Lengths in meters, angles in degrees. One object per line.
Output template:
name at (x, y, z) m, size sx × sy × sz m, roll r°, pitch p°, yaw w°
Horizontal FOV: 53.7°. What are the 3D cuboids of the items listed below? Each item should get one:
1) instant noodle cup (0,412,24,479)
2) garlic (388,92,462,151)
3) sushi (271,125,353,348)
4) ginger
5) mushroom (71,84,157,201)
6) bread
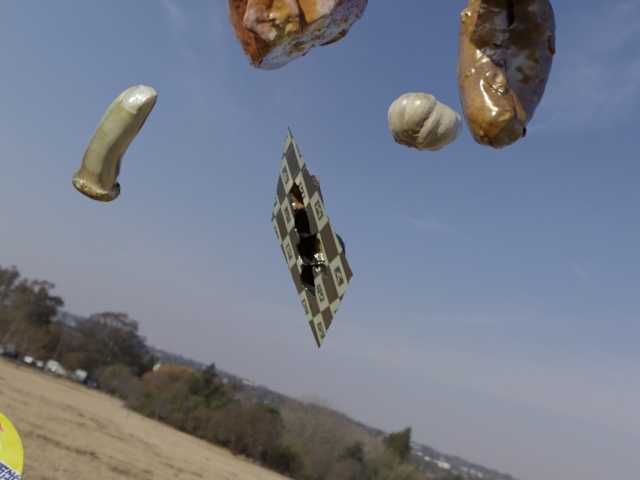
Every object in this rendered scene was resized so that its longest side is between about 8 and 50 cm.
instant noodle cup at (-0.581, 0.372, 1.007) m, size 0.213 × 0.213 × 0.174 m, roll 23°, pitch -28°, yaw -10°
garlic at (0.301, -0.344, 1.877) m, size 0.227 × 0.152 × 0.228 m, roll 18°, pitch -7°, yaw 2°
sushi at (0.000, 0.000, 1.246) m, size 0.068 × 0.339 × 0.320 m, roll -12°, pitch -31°, yaw -19°
ginger at (0.321, -0.307, 1.102) m, size 0.165 × 0.321 × 0.172 m, roll 2°, pitch -6°, yaw 17°
mushroom at (-0.328, -0.156, 1.012) m, size 0.071 × 0.209 × 0.084 m, roll 12°, pitch 28°, yaw -46°
bread at (-0.038, -0.325, 0.868) m, size 0.190 × 0.244 × 0.123 m, roll -25°, pitch -84°, yaw 29°
